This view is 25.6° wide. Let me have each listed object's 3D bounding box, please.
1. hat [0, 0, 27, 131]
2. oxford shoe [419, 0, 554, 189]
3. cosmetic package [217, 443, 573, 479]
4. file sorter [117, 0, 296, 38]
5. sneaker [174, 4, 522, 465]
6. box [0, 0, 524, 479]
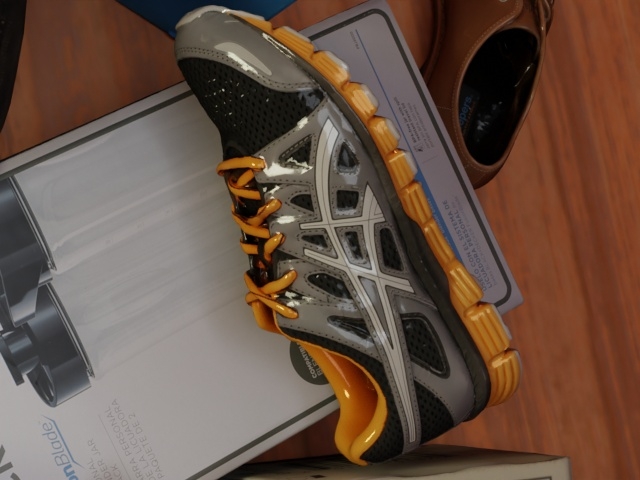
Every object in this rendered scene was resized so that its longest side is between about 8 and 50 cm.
[{"bbox_3d":[-0.205,-0.141,0.477,0.331,0.134,0.331,21,57,-38],"label":"hat"},{"bbox_3d":[0.098,-0.123,0.733,0.076,0.076,0.212,16,78,-19],"label":"oxford shoe"},{"bbox_3d":[0.032,0.248,0.643,0.153,0.129,0.296,-1,85,-25],"label":"cosmetic package"},{"bbox_3d":[-0.048,-0.172,0.625,0.118,0.170,0.104,31,72,-18],"label":"file sorter"},{"bbox_3d":[0.000,0.000,0.583,0.083,0.084,0.215,-37,100,-17],"label":"sneaker"},{"bbox_3d":[-0.069,0.023,0.642,0.290,0.087,0.169,-26,95,-22],"label":"box"}]
